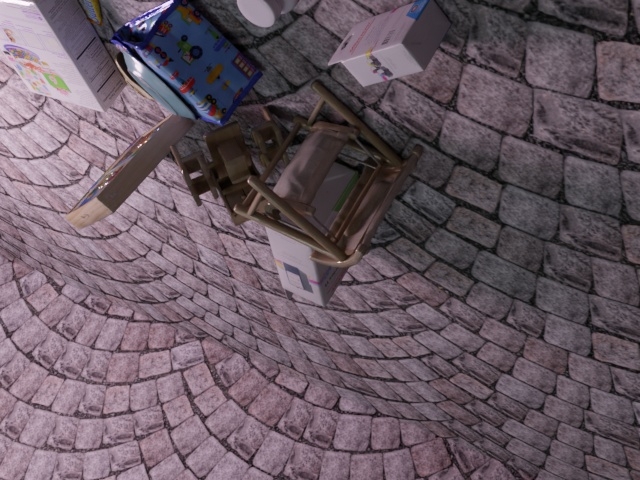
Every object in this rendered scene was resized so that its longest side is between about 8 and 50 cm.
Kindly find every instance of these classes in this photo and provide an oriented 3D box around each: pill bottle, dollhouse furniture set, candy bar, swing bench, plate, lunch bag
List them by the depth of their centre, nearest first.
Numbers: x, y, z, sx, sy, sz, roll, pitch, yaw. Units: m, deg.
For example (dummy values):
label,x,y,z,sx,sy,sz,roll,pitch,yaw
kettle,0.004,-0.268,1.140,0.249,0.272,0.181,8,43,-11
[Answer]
label,x,y,z,sx,sy,sz,roll,pitch,yaw
pill bottle,-0.058,-0.400,1.417,0.087,0.160,0.087,26,156,13
swing bench,0.017,-0.110,1.772,0.254,0.253,0.165,33,156,-2
plate,-0.319,-0.294,1.820,0.188,0.024,0.188,41,176,4
lunch bag,-0.286,-0.348,1.859,0.221,0.138,0.293,42,166,-26
candy bar,-0.464,-0.490,1.886,0.040,0.018,0.161,27,155,10
dollhouse furniture set,-0.190,-0.173,1.975,0.242,0.212,0.161,76,168,-56

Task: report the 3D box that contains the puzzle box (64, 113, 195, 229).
label,x,y,z,sx,sy,sz,roll,pitch,yaw
puzzle box,-0.442,-0.155,2.138,0.052,0.272,0.409,44,159,-15

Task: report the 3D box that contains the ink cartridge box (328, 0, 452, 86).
label,x,y,z,sx,sy,sz,roll,pitch,yaw
ink cartridge box,0.106,-0.306,1.477,0.061,0.104,0.181,45,153,-27

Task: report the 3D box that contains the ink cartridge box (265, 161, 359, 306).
label,x,y,z,sx,sy,sz,roll,pitch,yaw
ink cartridge box,0.000,0.000,2.055,0.119,0.207,0.353,24,156,18

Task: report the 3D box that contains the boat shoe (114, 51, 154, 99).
label,x,y,z,sx,sy,sz,roll,pitch,yaw
boat shoe,-0.403,-0.353,2.037,0.045,0.050,0.135,-2,140,42

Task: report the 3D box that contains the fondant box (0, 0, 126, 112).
label,x,y,z,sx,sy,sz,roll,pitch,yaw
fondant box,-0.598,-0.441,2.040,0.238,0.096,0.330,18,152,27
